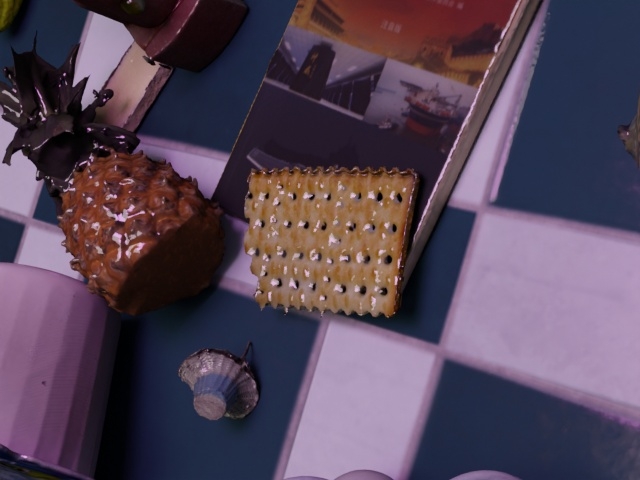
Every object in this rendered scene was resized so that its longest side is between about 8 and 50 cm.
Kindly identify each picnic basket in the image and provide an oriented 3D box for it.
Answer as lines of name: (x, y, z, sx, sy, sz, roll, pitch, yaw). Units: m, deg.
picnic basket: (-0.096, 0.135, 1.010, 0.065, 0.083, 0.083, -43, 11, 23)

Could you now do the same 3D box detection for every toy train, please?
toy train: (-0.228, -0.302, 1.082, 0.150, 0.304, 0.221, -47, 64, 20)

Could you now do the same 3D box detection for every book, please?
book: (0.053, -0.157, 0.989, 0.262, 0.028, 0.374, 28, 97, 41)

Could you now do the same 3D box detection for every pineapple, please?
pineapple: (-0.249, -0.082, 1.096, 0.165, 0.165, 0.364, -51, 62, 16)

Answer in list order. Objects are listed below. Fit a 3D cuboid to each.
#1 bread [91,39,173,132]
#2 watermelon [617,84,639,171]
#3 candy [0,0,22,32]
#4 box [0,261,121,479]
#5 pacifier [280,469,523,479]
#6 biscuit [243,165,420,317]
bread: (-0.230, -0.157, 1.213, 0.068, 0.028, 0.153, 43, 105, 37)
watermelon: (0.341, -0.068, 0.538, 0.363, 0.363, 0.363, -11, 71, 36)
candy: (-0.430, -0.378, 1.394, 0.097, 0.097, 0.209, -9, 78, 37)
box: (-0.316, 0.136, 1.053, 0.262, 0.291, 0.206, 9, 65, -2)
pacifier: (0.044, 0.263, 0.789, 0.233, 0.299, 0.244, -106, 18, -70)
biscuit: (-0.001, 0.000, 0.960, 0.203, 0.016, 0.144, 1, 79, 39)
